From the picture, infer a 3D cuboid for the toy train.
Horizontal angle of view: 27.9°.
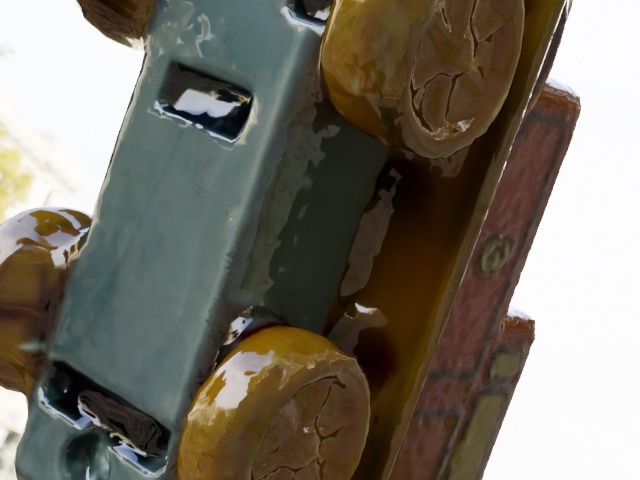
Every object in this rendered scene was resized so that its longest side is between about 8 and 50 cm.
[{"bbox_3d":[0.000,0.000,0.521,0.163,0.369,0.232,25,10,34],"label":"toy train"}]
